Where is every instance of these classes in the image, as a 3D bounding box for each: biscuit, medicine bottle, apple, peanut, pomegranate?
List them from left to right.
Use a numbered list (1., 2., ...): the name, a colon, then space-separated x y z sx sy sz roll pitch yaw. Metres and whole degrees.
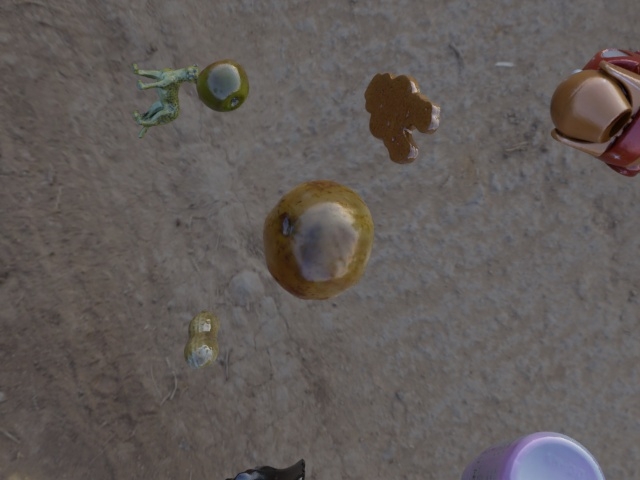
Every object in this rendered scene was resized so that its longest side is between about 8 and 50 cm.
1. peanut: -0.286 0.242 1.454 0.089 0.192 0.089 -1 127 -1
2. apple: -0.162 -0.260 0.993 0.090 0.089 0.074 -35 75 -5
3. pomegranate: 0.000 0.000 1.205 0.248 0.248 0.248 -1 95 -9
4. biscuit: 0.219 -0.360 1.671 0.047 0.333 0.202 10 125 -35
5. medicine bottle: 0.312 0.384 0.912 0.152 0.254 0.152 2 65 -5

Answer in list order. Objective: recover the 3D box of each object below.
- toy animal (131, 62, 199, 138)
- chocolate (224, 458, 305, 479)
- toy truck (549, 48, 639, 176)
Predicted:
1. toy animal: -0.346 -0.312 1.325 0.136 0.073 0.181 -10 137 -27
2. chocolate: -0.089 0.240 0.448 0.133 0.156 0.156 9 93 -2
3. toy truck: 0.515 -0.254 1.083 0.239 0.264 0.189 18 126 -14
